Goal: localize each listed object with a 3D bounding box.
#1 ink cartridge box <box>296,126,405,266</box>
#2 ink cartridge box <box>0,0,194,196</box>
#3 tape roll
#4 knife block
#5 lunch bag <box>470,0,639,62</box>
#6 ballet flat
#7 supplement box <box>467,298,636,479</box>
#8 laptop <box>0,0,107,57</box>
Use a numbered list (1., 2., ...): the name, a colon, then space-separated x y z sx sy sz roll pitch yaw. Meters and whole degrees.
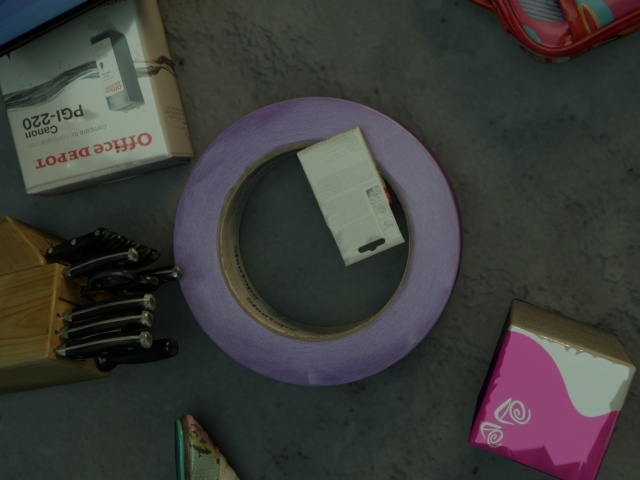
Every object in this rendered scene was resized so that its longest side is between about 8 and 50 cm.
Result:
1. ink cartridge box: 0.030 -0.041 1.113 0.063 0.029 0.115 -23 90 8
2. ink cartridge box: -0.233 -0.165 1.205 0.159 0.092 0.217 -14 92 9
3. tape roll: 0.000 0.000 1.179 0.275 0.090 0.274 0 92 9
4. knife block: -0.259 0.100 1.166 0.275 0.088 0.242 -53 50 8
5. lunch bag: 0.219 -0.320 1.121 0.258 0.120 0.293 -26 87 13
6. ballet flat: -0.116 0.282 1.226 0.079 0.077 0.221 4 99 -10
7. supplement box: 0.206 0.130 1.087 0.114 0.220 0.111 20 95 7
8. laptop: -0.288 -0.322 1.120 0.234 0.136 0.264 -30 101 -10
